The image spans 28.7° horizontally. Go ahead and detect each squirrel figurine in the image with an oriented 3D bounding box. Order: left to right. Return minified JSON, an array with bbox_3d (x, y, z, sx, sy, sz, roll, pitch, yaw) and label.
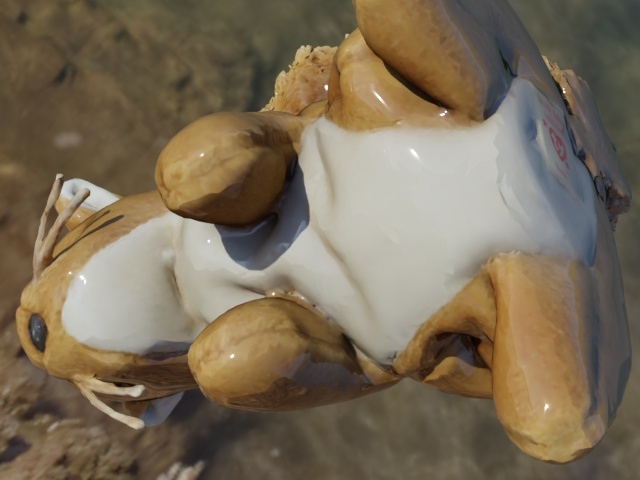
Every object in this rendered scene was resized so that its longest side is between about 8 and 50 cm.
[{"bbox_3d":[0.000,0.000,0.843,0.281,0.370,0.397,66,27,-5],"label":"squirrel figurine"}]
